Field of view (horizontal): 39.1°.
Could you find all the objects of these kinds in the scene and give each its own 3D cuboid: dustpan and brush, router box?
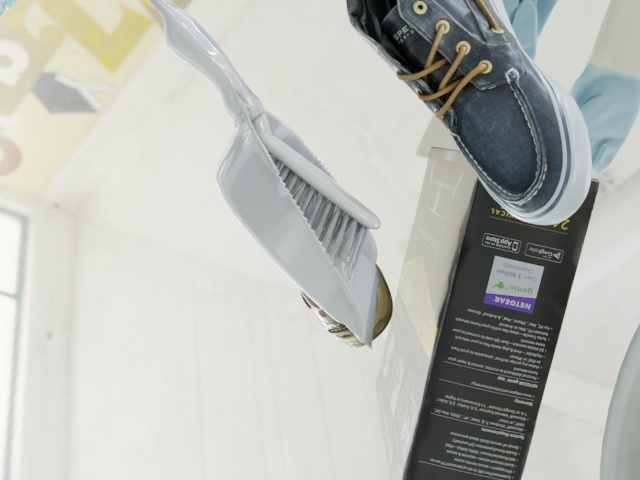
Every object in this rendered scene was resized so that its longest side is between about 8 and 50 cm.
[{"bbox_3d":[-0.029,-0.049,0.509,0.060,0.211,0.147,-48,-175,15],"label":"dustpan and brush"},{"bbox_3d":[0.114,0.052,0.722,0.309,0.081,0.243,-82,-175,-82],"label":"router box"}]

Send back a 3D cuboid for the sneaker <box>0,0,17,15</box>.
[{"bbox_3d":[-0.290,-0.246,0.757,0.135,0.366,0.150,43,-51,23],"label":"sneaker"}]

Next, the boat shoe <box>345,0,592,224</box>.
[{"bbox_3d":[0.067,-0.088,0.465,0.065,0.083,0.183,-46,-128,38],"label":"boat shoe"}]

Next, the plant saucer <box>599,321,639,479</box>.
[{"bbox_3d":[0.284,0.155,0.364,0.400,0.100,0.401,179,-90,-64],"label":"plant saucer"}]

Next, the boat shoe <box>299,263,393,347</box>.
[{"bbox_3d":[0.000,0.000,0.688,0.064,0.060,0.178,-41,-137,17],"label":"boat shoe"}]

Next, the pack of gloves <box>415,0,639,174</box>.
[{"bbox_3d":[0.218,-0.163,0.866,0.046,0.195,0.232,-85,-170,-51],"label":"pack of gloves"}]
